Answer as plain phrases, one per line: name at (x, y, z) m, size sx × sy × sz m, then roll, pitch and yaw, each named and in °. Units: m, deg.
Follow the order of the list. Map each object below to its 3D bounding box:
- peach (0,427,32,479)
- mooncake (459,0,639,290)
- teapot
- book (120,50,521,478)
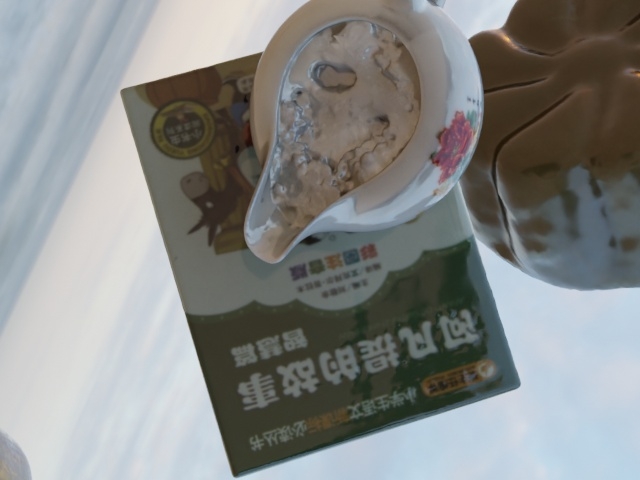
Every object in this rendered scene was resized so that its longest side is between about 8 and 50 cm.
peach at (-0.296, 0.166, 0.747) m, size 0.179 × 0.179 × 0.103 m, roll -41°, pitch -155°, yaw 59°
mooncake at (0.314, -0.138, 1.116) m, size 0.378 × 0.201 × 0.379 m, roll -15°, pitch -137°, yaw 14°
teapot at (0.031, -0.088, 0.618) m, size 0.226 × 0.145 × 0.092 m, roll -65°, pitch 161°, yaw 13°
book at (0.000, 0.000, 0.687) m, size 0.027 × 0.201 × 0.264 m, roll 140°, pitch -66°, yaw -81°
